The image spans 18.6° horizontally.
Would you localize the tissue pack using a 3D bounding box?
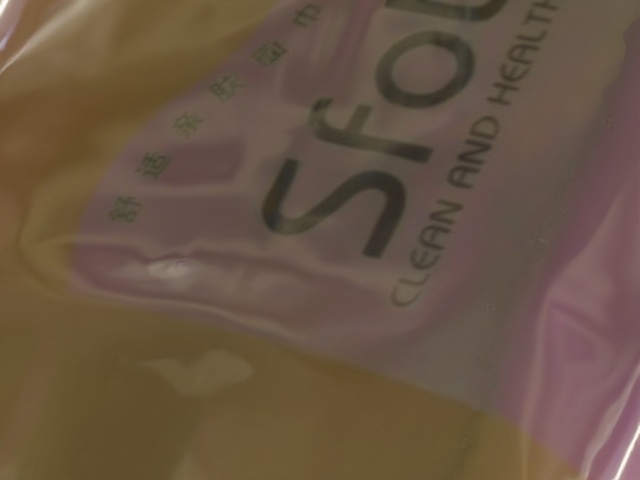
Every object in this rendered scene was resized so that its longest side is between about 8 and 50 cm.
[{"bbox_3d":[0.000,0.000,0.486,0.215,0.123,0.256,9,-121,30],"label":"tissue pack"}]
